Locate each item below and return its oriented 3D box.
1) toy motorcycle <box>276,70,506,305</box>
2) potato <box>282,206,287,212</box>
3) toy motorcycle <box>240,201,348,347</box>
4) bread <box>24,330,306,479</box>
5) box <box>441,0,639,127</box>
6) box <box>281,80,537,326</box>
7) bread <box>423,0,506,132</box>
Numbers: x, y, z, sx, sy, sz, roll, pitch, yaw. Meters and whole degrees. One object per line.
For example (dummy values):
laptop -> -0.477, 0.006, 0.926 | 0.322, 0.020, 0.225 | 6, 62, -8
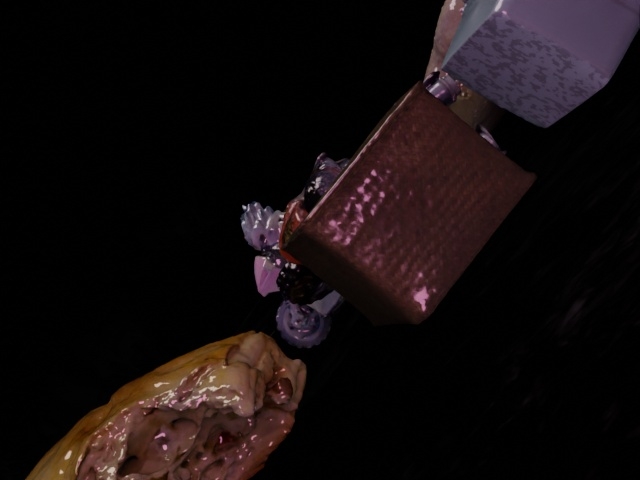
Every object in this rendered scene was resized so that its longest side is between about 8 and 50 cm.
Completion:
toy motorcycle -> 0.098, -0.081, 1.532 | 0.401, 0.134, 0.207 | -36, -28, -1
potato -> 0.001, -0.001, 2.059 | 0.197, 0.148, 0.228 | -45, 9, 15
toy motorcycle -> -0.015, 0.000, 1.754 | 0.239, 0.204, 0.108 | -48, -9, -5
bread -> -0.192, 0.259, 1.380 | 0.370, 0.191, 0.314 | -48, 3, 20
box -> 0.221, -0.212, 1.296 | 0.130, 0.162, 0.227 | -63, 6, -16
box -> 0.076, -0.028, 1.298 | 0.184, 0.143, 0.273 | -52, 3, -8
bread -> 0.203, -0.222, 1.711 | 0.337, 0.102, 0.183 | 20, -90, -76
